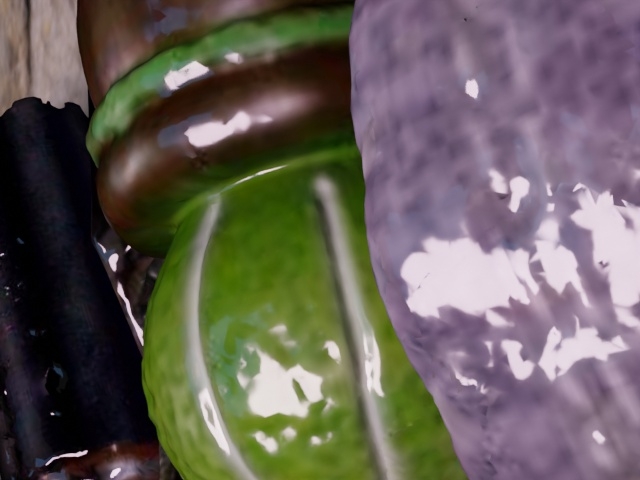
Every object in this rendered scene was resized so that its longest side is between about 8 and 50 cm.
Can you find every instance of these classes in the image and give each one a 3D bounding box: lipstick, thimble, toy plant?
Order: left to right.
[{"bbox_3d":[-0.062,0.134,0.698,0.077,0.077,0.418,-52,48,49],"label":"lipstick"},{"bbox_3d":[0.000,0.000,0.434,0.093,0.093,0.162,-40,61,55],"label":"toy plant"},{"bbox_3d":[0.077,-0.006,0.364,0.098,0.150,0.150,-20,71,23],"label":"thimble"}]

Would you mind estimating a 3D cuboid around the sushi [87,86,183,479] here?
[{"bbox_3d":[0.025,0.067,0.509,0.109,0.134,0.273,-25,55,25],"label":"sushi"}]
